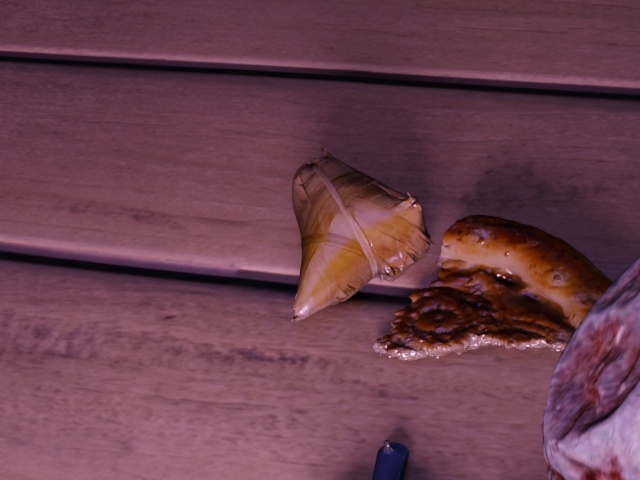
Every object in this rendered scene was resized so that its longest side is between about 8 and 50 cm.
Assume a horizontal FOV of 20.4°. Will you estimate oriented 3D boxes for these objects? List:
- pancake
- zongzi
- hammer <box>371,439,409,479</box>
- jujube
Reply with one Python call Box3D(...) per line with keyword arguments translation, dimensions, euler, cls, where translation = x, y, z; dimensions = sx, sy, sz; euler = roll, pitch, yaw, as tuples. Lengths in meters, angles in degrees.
Box3D(translation=(0.174, 0.067, 1.852), dimensions=(0.244, 0.057, 0.266), euler=(-24, 37, -15), cls="pancake")
Box3D(translation=(0.000, 0.000, 1.978), dimensions=(0.197, 0.099, 0.194), euler=(-35, 40, -18), cls="zongzi")
Box3D(translation=(0.053, 0.244, 1.643), dimensions=(0.116, 0.069, 0.194), euler=(-4, 27, 13), cls="hammer")
Box3D(translation=(0.323, 0.147, 1.528), dimensions=(0.308, 0.215, 0.246), euler=(-55, 25, -8), cls="jujube")
